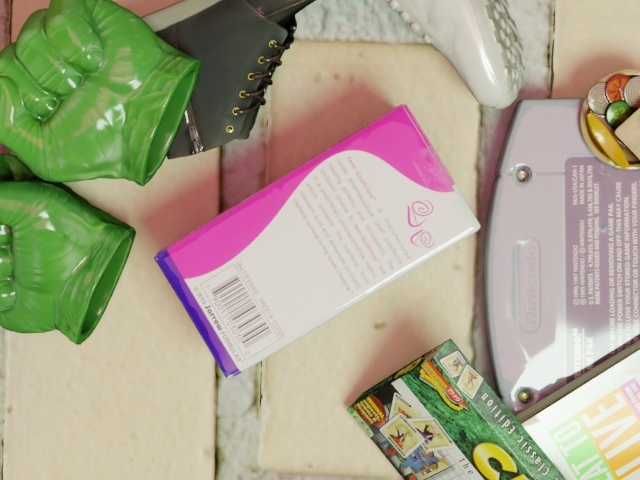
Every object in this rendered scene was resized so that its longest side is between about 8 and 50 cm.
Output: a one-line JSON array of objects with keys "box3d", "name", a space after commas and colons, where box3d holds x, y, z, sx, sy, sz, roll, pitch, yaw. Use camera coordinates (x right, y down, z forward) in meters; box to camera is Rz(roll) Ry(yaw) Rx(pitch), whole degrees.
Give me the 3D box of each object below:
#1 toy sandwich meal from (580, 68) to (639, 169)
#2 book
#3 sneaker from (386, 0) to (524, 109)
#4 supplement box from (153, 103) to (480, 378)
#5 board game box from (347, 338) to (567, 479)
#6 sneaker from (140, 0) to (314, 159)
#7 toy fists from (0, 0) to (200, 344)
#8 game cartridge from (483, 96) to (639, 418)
[{"box3d": [0.238, -0.090, 1.114, 0.086, 0.029, 0.085, 0, 91, 2], "name": "toy sandwich meal"}, {"box3d": [0.229, 0.142, 1.121, 0.144, 0.035, 0.096, -32, 94, 2], "name": "book"}, {"box3d": [0.084, -0.204, 1.150, 0.095, 0.090, 0.235, -24, 87, 15], "name": "sneaker"}, {"box3d": [0.000, 0.000, 1.134, 0.220, 0.114, 0.111, -31, 89, 4], "name": "supplement box"}, {"box3d": [0.140, 0.203, 1.130, 0.259, 0.136, 0.030, 50, 50, 1], "name": "board game box"}, {"box3d": [-0.043, -0.148, 1.145, 0.222, 0.083, 0.118, -20, 96, 21], "name": "sneaker"}, {"box3d": [-0.205, -0.053, 1.122, 0.142, 0.096, 0.279, 26, 113, 5], "name": "toy fists"}, {"box3d": [0.226, 0.034, 1.157, 0.196, 0.060, 0.294, 0, 91, -2], "name": "game cartridge"}]
